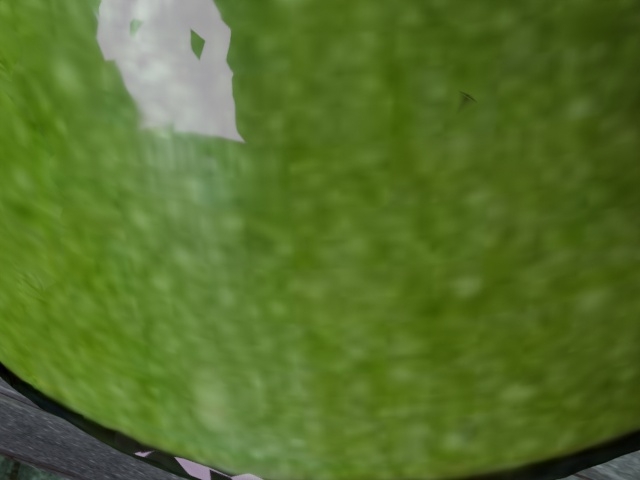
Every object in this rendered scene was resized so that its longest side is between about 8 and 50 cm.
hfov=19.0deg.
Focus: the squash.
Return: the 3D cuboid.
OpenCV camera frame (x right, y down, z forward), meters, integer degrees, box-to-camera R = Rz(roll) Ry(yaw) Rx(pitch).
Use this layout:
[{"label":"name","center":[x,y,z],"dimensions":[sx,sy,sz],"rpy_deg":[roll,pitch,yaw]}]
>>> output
[{"label":"squash","center":[0.014,-0.144,0.413],"dimensions":[0.310,0.310,0.309],"rpy_deg":[20,149,14]}]
